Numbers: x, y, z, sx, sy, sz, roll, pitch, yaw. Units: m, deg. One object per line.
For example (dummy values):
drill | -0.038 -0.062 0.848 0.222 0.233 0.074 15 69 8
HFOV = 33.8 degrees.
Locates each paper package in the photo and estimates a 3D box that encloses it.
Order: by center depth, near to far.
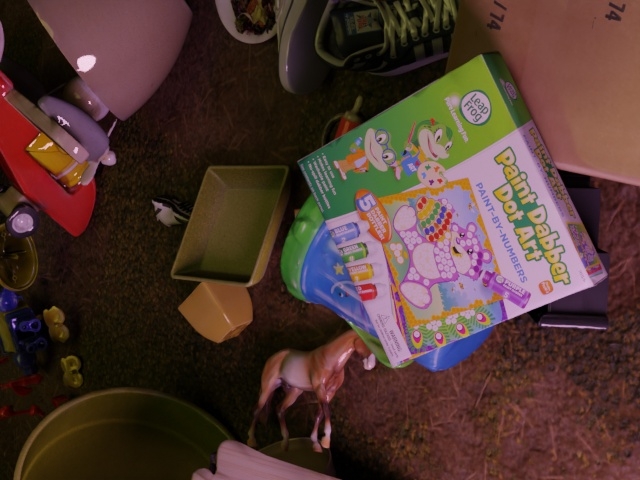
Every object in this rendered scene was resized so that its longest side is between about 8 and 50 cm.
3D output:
paper package | 0.301 -0.233 1.076 0.309 0.168 0.325 19 106 38

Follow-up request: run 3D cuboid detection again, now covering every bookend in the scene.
bookend | 0.265 0.007 1.139 0.072 0.157 0.156 2 96 4

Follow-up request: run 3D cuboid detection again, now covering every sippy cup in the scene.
sippy cup | 0.109 0.030 1.267 0.224 0.305 0.240 39 90 24

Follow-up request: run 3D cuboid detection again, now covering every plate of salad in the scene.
plate of salad | -0.102 -0.394 1.564 0.199 0.048 0.200 3 94 44

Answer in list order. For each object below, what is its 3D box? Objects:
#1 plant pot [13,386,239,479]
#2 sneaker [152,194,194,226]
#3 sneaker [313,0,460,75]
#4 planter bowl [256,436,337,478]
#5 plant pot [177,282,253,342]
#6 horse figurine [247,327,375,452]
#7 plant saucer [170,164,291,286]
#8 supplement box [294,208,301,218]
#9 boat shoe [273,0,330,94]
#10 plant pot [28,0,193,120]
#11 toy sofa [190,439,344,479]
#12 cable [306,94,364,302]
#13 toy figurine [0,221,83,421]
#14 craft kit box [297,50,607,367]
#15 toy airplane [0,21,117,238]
plant pot | -0.320 0.479 1.647 0.366 0.366 0.353 56 139 27
sneaker | -0.235 -0.041 1.727 0.109 0.040 0.044 25 126 45
sneaker | 0.116 -0.273 1.279 0.282 0.153 0.099 -19 78 43
planter bowl | -0.044 0.370 1.484 0.162 0.162 0.109 -1 117 45
plant pot | -0.152 0.108 1.620 0.083 0.081 0.081 55 127 14
horse figurine | -0.026 0.210 1.490 0.263 0.066 0.175 -15 59 52
plant saucer | -0.123 -0.018 1.572 0.188 0.045 0.188 4 71 45
supplement box | 0.000 0.000 1.490 0.062 0.036 0.099 -10 85 44
boat shoe | -0.021 -0.331 1.468 0.084 0.095 0.258 15 92 48
plant pot | -0.314 -0.359 1.654 0.191 0.284 0.284 -34 63 2
toy sofa | -0.004 0.405 1.334 0.362 0.177 0.150 15 124 4
cable | 0.016 -0.059 1.416 0.139 0.072 0.287 36 103 24
toy figurine | -0.605 0.149 1.990 0.217 0.191 0.363 7 116 61
craft kit box | 0.128 -0.026 1.084 0.246 0.061 0.250 -28 85 30
toy airplane | -0.494 -0.226 1.809 0.386 0.272 0.384 56 161 10
